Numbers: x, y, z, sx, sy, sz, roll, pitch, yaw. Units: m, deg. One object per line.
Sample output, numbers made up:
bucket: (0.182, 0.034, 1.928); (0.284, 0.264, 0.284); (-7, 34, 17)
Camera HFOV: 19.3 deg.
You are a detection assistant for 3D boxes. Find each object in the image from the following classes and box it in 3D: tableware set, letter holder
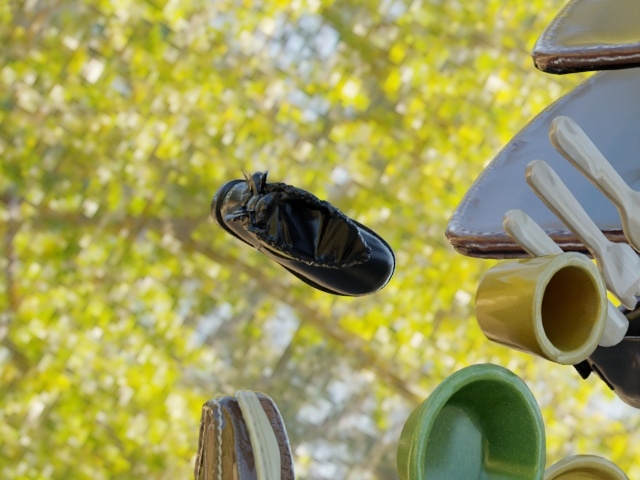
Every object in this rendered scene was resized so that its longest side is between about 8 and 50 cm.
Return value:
tableware set: (0.078, 0.053, 0.406); (0.024, 0.104, 0.154); (3, -33, 49)
letter holder: (0.175, -0.111, 0.766); (0.214, 0.302, 0.152); (-2, -72, 25)

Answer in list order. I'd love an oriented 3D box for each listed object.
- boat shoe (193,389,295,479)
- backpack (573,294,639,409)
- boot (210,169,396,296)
boat shoe: (-0.063, 0.202, 0.965); (0.095, 0.257, 0.095); (2, -18, -12)
backpack: (0.313, 0.075, 1.014); (0.276, 0.213, 0.263); (52, -25, 2)
boot: (0.001, 0.000, 1.008); (0.121, 0.045, 0.099); (26, -5, -19)
